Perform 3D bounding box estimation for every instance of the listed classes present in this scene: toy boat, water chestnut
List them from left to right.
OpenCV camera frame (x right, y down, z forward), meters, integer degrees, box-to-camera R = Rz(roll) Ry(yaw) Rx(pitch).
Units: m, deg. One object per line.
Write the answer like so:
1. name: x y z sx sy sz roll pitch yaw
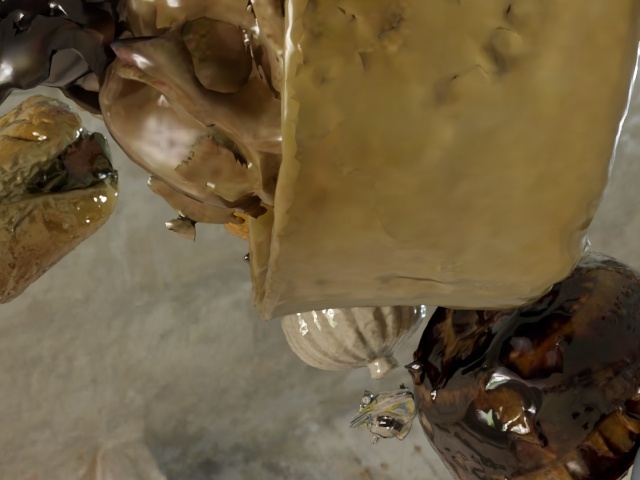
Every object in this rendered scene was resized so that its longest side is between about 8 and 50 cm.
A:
1. toy boat: 0.101 0.240 1.544 0.085 0.210 0.066 17 -113 -4
2. water chestnut: 0.248 0.154 1.130 0.300 0.300 0.300 1 -145 -1

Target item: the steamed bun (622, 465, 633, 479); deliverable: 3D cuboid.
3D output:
1. steamed bun: 0.456 0.323 1.634 0.324 0.324 0.206 28 -108 33

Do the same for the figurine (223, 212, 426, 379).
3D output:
1. figurine: -0.024 0.017 1.273 0.332 0.185 0.204 32 -104 0

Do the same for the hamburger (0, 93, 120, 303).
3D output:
1. hamburger: -0.334 -0.065 1.296 0.209 0.162 0.330 -34 -160 8

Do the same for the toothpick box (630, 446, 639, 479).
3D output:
1. toothpick box: 0.395 0.325 1.038 0.263 0.354 0.263 -7 -134 7

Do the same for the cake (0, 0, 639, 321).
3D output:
1. cake: -0.049 -0.119 0.526 0.321 0.332 0.332 1 -146 -7
